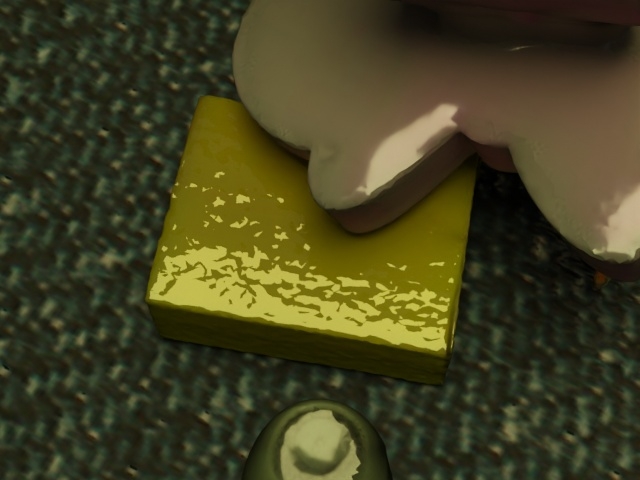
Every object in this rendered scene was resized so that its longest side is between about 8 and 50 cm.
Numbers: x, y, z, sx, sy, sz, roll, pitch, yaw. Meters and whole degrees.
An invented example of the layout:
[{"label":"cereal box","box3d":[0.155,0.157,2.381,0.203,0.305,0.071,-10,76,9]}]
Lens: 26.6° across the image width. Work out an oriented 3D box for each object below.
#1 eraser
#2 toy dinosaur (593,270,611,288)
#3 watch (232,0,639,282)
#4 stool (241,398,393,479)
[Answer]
[{"label":"eraser","box3d":[0.000,0.000,0.556,0.122,0.045,0.097,11,66,6]},{"label":"toy dinosaur","box3d":[0.085,-0.095,0.589,0.142,0.057,0.212,13,63,15]},{"label":"watch","box3d":[0.061,-0.144,0.470,0.210,0.217,0.248,9,65,21]},{"label":"stool","box3d":[-0.011,0.182,0.398,0.195,0.199,0.195,-34,72,-13]}]
